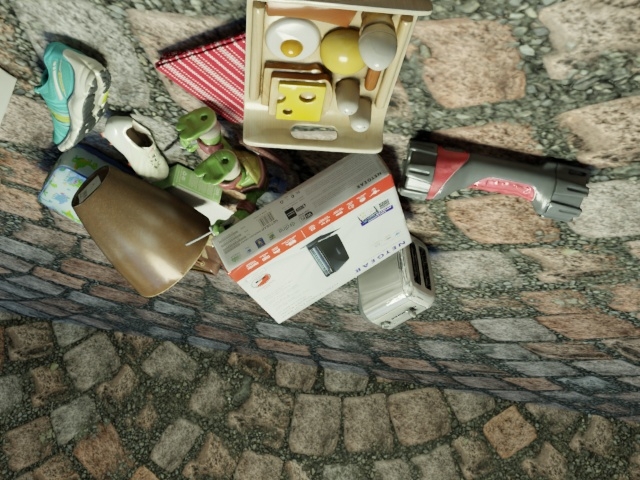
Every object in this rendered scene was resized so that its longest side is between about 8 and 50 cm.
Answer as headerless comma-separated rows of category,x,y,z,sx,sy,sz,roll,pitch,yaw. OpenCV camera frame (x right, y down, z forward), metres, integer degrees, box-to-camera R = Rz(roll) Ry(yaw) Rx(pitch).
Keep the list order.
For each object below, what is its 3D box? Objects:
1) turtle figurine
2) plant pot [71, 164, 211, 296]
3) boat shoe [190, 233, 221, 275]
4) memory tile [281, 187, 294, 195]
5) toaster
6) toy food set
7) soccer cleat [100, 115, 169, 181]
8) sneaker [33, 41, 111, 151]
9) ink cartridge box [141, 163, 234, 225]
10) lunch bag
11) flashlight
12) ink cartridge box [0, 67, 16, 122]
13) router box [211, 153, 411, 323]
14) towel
turtle figurine,-0.206,-0.109,1.221,0.275,0.197,0.266,6,165,8
plant pot,-0.380,-0.037,1.369,0.215,0.215,0.230,-10,137,43
boat shoe,-0.418,0.042,1.825,0.342,0.123,0.123,5,158,16
memory tile,-0.012,-0.076,1.469,0.113,0.012,0.148,2,156,22
toaster,0.169,0.082,1.538,0.146,0.227,0.129,-28,140,33
toy food set,0.006,-0.218,0.911,0.220,0.092,0.306,2,153,-7
soccer cleat,-0.347,-0.175,1.324,0.076,0.068,0.196,0,153,24
sneaker,-0.436,-0.250,1.173,0.110,0.107,0.275,36,149,-8
ink cartridge box,-0.273,-0.085,1.525,0.235,0.056,0.171,24,156,-37
lunch bag,-0.514,-0.114,1.497,0.176,0.090,0.219,30,146,-23
flashlight,0.289,-0.094,1.144,0.304,0.103,0.103,13,158,-1
ink cartridge box,-0.725,-0.144,1.158,0.279,0.384,0.160,-1,159,29
router box,0.000,0.000,1.303,0.335,0.082,0.301,-32,152,0
towel,-0.096,-0.253,1.042,0.275,0.031,0.199,-3,157,37
